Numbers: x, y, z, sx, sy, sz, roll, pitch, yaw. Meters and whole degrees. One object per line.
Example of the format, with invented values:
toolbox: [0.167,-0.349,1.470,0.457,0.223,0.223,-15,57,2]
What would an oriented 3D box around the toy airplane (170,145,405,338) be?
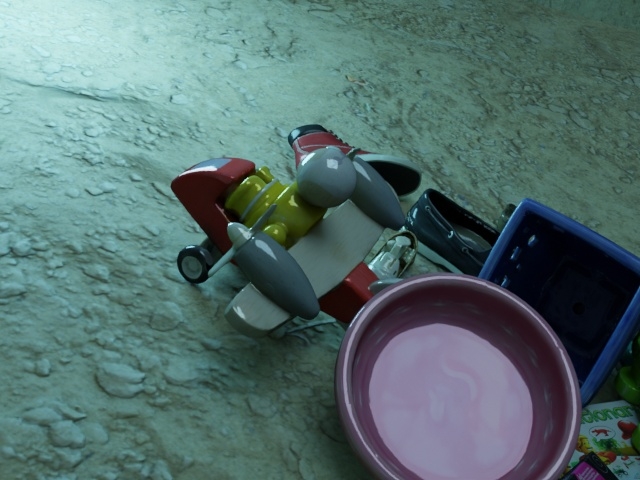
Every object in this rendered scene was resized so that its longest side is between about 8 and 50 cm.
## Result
toy airplane: [0.000,0.000,1.531,0.384,0.272,0.386,5,34,-24]

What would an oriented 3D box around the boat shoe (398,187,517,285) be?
boat shoe: [0.300,0.017,1.826,0.340,0.113,0.127,35,33,22]

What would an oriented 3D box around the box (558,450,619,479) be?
box: [0.288,0.363,1.169,0.163,0.142,0.247,48,20,16]

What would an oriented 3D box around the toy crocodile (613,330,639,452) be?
toy crocodile: [0.508,0.225,1.517,0.105,0.115,0.340,16,30,-6]

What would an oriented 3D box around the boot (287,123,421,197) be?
boot: [0.064,-0.162,2.002,0.244,0.088,0.176,6,32,-16]

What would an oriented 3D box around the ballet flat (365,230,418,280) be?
ballet flat: [0.109,0.038,1.730,0.073,0.067,0.206,26,32,8]

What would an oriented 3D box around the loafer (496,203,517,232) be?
loafer: [0.364,-0.035,2.009,0.056,0.050,0.148,35,19,18]

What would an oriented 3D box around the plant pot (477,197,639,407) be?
plant pot: [0.378,0.097,1.615,0.236,0.236,0.212,32,9,25]

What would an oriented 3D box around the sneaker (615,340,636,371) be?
sneaker: [0.590,0.238,1.652,0.275,0.110,0.107,37,35,27]

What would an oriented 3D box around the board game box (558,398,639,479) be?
board game box: [0.417,0.316,1.486,0.305,0.053,0.193,-2,36,-32]

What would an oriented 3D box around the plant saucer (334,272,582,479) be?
plant saucer: [0.175,0.207,1.388,0.332,0.084,0.332,6,62,-10]

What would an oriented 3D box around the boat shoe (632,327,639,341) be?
boat shoe: [0.543,0.119,1.768,0.302,0.103,0.113,27,38,-16]
